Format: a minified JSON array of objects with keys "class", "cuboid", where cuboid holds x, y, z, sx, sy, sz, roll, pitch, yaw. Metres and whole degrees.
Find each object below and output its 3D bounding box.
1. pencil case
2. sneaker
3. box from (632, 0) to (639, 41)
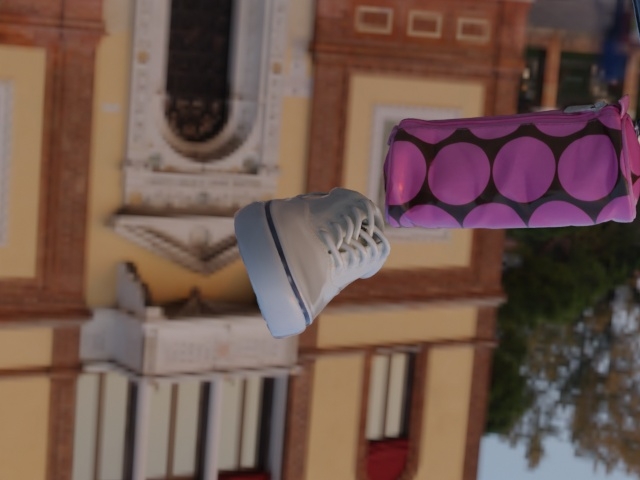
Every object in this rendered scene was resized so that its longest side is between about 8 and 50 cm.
[{"class":"pencil case","cuboid":[0.150,-0.060,1.057,0.209,0.098,0.095,-4,-155,19]},{"class":"sneaker","cuboid":[0.000,0.000,0.948,0.091,0.094,0.258,-19,-171,9]},{"class":"box","cuboid":[0.484,-0.222,1.269,0.212,0.294,0.395,3,-153,39]}]
